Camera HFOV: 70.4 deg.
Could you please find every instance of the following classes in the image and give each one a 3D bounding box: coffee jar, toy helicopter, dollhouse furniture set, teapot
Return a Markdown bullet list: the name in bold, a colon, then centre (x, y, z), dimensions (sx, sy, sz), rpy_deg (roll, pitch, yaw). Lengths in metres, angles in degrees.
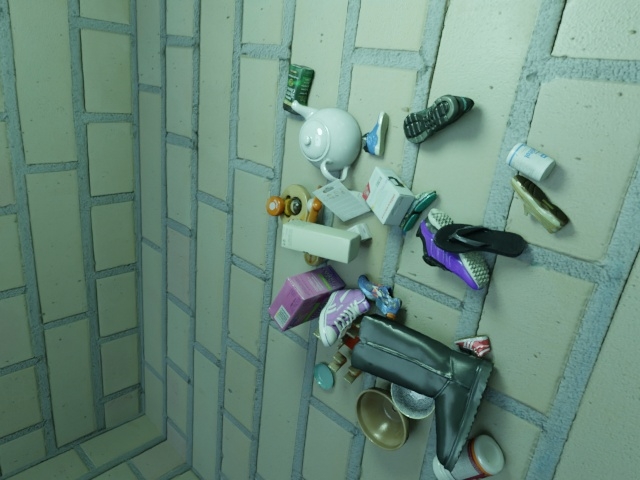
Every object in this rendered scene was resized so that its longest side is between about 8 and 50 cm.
- **coffee jar**: centre (-0.090, -0.591, 1.784), dimensions (0.096, 0.079, 0.184), rpy_deg (32, 121, 35)
- **toy helicopter**: centre (-0.058, -0.068, 1.830), dimensions (0.235, 0.140, 0.355), rpy_deg (-32, 70, 33)
- **dollhouse furniture set**: centre (0.113, 0.392, 1.823), dimensions (0.259, 0.135, 0.262), rpy_deg (34, 123, 21)
- **teapot**: centre (0.013, -0.364, 1.664), dimensions (0.256, 0.187, 0.252), rpy_deg (26, 118, 37)

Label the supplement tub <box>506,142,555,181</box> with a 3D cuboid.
- **supplement tub**: centre (0.572, -0.214, 1.238), dimensions (0.107, 0.071, 0.071), rpy_deg (39, 125, 30)

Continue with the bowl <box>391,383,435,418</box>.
- **bowl**: centre (0.346, 0.540, 1.626), dimensions (0.170, 0.080, 0.170), rpy_deg (-1, 88, 33)

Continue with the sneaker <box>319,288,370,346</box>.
- **sneaker**: centre (0.096, 0.270, 1.672), dimensions (0.161, 0.282, 0.102), rpy_deg (-12, 120, 25)

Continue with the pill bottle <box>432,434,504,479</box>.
- **pill bottle**: centre (0.489, 0.741, 1.518), dimensions (0.221, 0.121, 0.121), rpy_deg (-47, 67, 40)

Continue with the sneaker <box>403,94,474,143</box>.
- **sneaker**: centre (0.358, -0.371, 1.397), dimensions (0.267, 0.106, 0.101), rpy_deg (-10, 98, 65)

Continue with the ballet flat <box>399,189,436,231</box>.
- **ballet flat**: centre (0.314, -0.112, 1.521), dimensions (0.070, 0.070, 0.188), rpy_deg (51, 128, 23)

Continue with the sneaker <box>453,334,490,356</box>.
- **sneaker**: centre (0.493, 0.346, 1.473), dimensions (0.118, 0.042, 0.067), rpy_deg (-21, 82, 43)

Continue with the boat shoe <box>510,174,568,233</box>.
- **boat shoe**: centre (0.589, -0.097, 1.258), dimensions (0.190, 0.068, 0.072), rpy_deg (55, 143, 20)

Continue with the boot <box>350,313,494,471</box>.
- **boot**: centre (0.296, 0.486, 1.515), dimensions (0.445, 0.146, 0.366), rpy_deg (19, 83, 25)

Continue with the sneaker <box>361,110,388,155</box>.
- **sneaker**: centre (0.184, -0.377, 1.583), dimensions (0.085, 0.058, 0.152), rpy_deg (19, 120, 31)

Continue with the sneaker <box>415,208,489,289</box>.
- **sneaker**: centre (0.408, 0.051, 1.448), dimensions (0.146, 0.102, 0.293), rpy_deg (-51, 57, 39)

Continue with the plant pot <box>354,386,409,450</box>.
- **plant pot**: centre (0.255, 0.666, 1.736), dimensions (0.237, 0.110, 0.237), rpy_deg (12, 107, 42)

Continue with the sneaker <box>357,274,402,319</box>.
- **sneaker**: centre (0.223, 0.196, 1.684), dimensions (0.087, 0.083, 0.221), rpy_deg (-48, 53, 4)

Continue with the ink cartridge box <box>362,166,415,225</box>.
- **ink cartridge box**: centre (0.228, -0.150, 1.548), dimensions (0.127, 0.072, 0.175), rpy_deg (-65, 36, 32)

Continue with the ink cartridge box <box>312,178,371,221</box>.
- **ink cartridge box**: centre (0.081, -0.155, 1.678), dimensions (0.179, 0.045, 0.145), rpy_deg (42, 141, -24)

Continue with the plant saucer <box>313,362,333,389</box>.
- **plant saucer**: centre (0.018, 0.599, 2.012), dimensions (0.119, 0.021, 0.119), rpy_deg (13, 109, 43)

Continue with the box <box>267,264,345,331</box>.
- **box**: centre (-0.056, 0.232, 1.837), dimensions (0.117, 0.243, 0.213), rpy_deg (50, 129, 23)

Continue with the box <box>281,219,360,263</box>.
- **box**: centre (0.000, 0.000, 1.676), dimensions (0.275, 0.113, 0.094), rpy_deg (14, 109, 24)

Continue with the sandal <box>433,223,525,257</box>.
- **sandal**: centre (0.464, -0.010, 1.333), dimensions (0.255, 0.054, 0.097), rpy_deg (4, 62, 16)

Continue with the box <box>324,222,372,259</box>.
- **box**: centre (0.064, 0.022, 1.796), dimensions (0.324, 0.063, 0.067), rpy_deg (-31, 77, 44)
